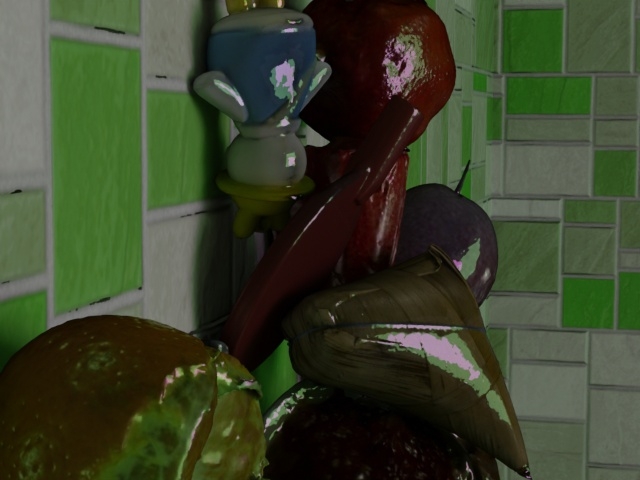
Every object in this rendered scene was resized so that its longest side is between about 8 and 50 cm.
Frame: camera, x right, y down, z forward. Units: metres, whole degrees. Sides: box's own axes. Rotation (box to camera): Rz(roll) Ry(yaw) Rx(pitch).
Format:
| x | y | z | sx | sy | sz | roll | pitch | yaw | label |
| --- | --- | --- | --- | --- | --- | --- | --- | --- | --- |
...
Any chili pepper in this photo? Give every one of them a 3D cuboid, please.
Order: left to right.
| x | y | z | sx | sy | sz | roll | pitch | yaw | label |
| --- | --- | --- | --- | --- | --- | --- | --- | --- | --- |
| 0.010 | 0.014 | 1.397 | 0.136 | 0.144 | 0.253 | -157 | -111 | -64 | chili pepper |

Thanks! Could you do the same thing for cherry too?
| x | y | z | sx | sy | sz | roll | pitch | yaw | label |
| --- | --- | --- | --- | --- | --- | --- | --- | --- | --- |
| 0.163 | 0.029 | 1.922 | 0.266 | 0.183 | 0.213 | -60 | 143 | -32 | cherry |

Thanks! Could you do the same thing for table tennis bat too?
| x | y | z | sx | sy | sz | roll | pitch | yaw | label |
| --- | --- | --- | --- | --- | --- | --- | --- | --- | --- |
| 0.000 | 0.000 | 1.255 | 0.310 | 0.038 | 0.200 | -57 | 168 | -5 | table tennis bat |

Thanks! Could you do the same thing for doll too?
| x | y | z | sx | sy | sz | roll | pitch | yaw | label |
| --- | --- | --- | --- | --- | --- | --- | --- | --- | --- |
| -0.052 | -0.120 | 1.200 | 0.135 | 0.098 | 0.241 | -42 | 135 | -70 | doll |

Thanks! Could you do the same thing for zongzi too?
| x | y | z | sx | sy | sz | roll | pitch | yaw | label |
| --- | --- | --- | --- | --- | --- | --- | --- | --- | --- |
| 0.090 | 0.147 | 1.281 | 0.228 | 0.115 | 0.256 | -17 | 82 | -46 | zongzi |

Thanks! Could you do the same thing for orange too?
| x | y | z | sx | sy | sz | roll | pitch | yaw | label |
| --- | --- | --- | --- | --- | --- | --- | --- | --- | --- |
| -0.125 | 0.137 | 0.802 | 0.237 | 0.158 | 0.179 | 44 | 62 | -71 | orange |

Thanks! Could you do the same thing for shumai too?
| x | y | z | sx | sy | sz | roll | pitch | yaw | label |
| --- | --- | --- | --- | --- | --- | --- | --- | --- | --- |
| 0.015 | 0.248 | 1.362 | 0.288 | 0.292 | 0.330 | 41 | 38 | -26 | shumai |

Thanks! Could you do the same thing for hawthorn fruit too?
| x | y | z | sx | sy | sz | roll | pitch | yaw | label |
| --- | --- | --- | --- | --- | --- | --- | --- | --- | --- |
| 0.043 | -0.192 | 1.427 | 0.251 | 0.189 | 0.190 | 5 | 86 | -68 | hawthorn fruit |

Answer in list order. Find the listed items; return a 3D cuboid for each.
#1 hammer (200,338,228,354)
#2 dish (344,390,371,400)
| x | y | z | sx | sy | sz | roll | pitch | yaw | label |
| --- | --- | --- | --- | --- | --- | --- | --- | --- | --- |
| -0.106 | 0.231 | 1.153 | 0.111 | 0.033 | 0.288 | 44 | 49 | -73 | hammer |
| 0.032 | 0.124 | 1.602 | 0.182 | 0.080 | 0.243 | -70 | 159 | -51 | dish |
